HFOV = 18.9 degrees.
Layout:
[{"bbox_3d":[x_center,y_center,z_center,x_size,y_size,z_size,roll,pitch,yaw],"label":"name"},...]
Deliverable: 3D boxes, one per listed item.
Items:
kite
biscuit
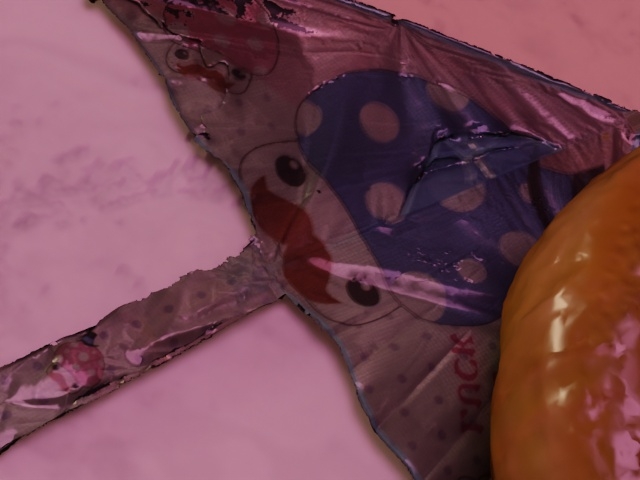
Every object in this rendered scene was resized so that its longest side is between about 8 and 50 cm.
[{"bbox_3d":[0.000,0.000,0.701,0.314,0.011,0.335,-23,69,-29],"label":"kite"},{"bbox_3d":[0.171,0.053,0.672,0.274,0.091,0.213,-33,80,-32],"label":"biscuit"}]
